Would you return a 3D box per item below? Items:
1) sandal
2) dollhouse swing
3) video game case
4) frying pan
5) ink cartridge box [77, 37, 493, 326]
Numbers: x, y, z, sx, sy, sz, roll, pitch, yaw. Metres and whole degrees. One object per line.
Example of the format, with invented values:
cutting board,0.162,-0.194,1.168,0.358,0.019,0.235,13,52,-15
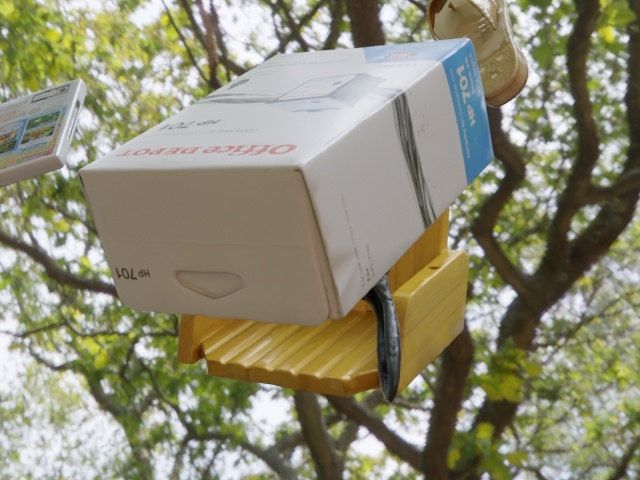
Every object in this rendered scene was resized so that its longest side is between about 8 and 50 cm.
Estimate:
sandal,0.155,-0.241,1.054,0.088,0.240,0.079,-39,-53,21
dollhouse swing,0.000,0.000,1.354,0.315,0.346,0.305,-31,-59,-55
video game case,-0.311,-0.094,0.952,0.157,0.143,0.019,-16,-52,10
frying pan,0.049,0.024,1.017,0.053,0.326,0.197,16,-24,-10
ink cartridge box,-0.009,-0.039,0.522,0.190,0.139,0.082,-41,-55,-49
